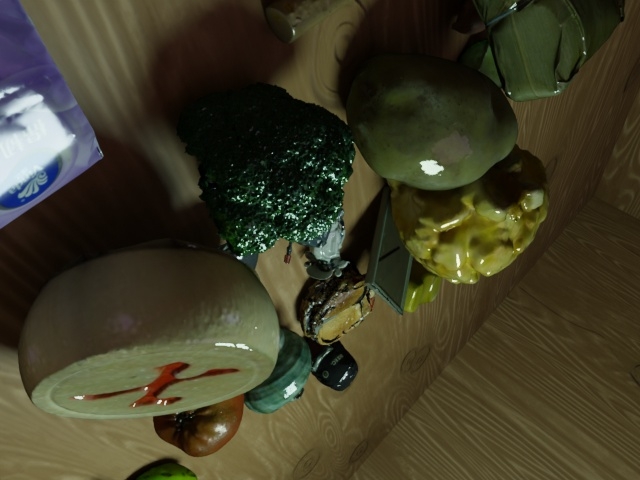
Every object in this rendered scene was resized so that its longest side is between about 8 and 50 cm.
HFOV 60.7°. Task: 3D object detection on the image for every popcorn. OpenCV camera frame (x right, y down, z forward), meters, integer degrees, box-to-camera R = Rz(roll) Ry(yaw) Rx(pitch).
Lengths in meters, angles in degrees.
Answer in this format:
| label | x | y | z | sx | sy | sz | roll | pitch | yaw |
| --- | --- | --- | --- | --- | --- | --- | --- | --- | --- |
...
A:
| label | x | y | z | sx | sy | sz | roll | pitch | yaw |
| --- | --- | --- | --- | --- | --- | --- | --- | --- | --- |
| popcorn | 0.330 | -0.087 | 1.261 | 0.390 | 0.344 | 0.354 | -13 | 128 | -60 |

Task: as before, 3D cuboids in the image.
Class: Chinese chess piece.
| label | x | y | z | sx | sy | sz | roll | pitch | yaw |
| --- | --- | --- | --- | --- | --- | --- | --- | --- | --- |
| Chinese chess piece | -0.224 | 0.138 | 0.751 | 0.337 | 0.141 | 0.338 | -10 | 150 | -6 |

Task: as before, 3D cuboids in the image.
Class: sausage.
| label | x | y | z | sx | sy | sz | roll | pitch | yaw |
| --- | --- | --- | --- | --- | --- | --- | --- | --- | --- |
| sausage | 0.046 | -0.385 | 0.807 | 0.301 | 0.065 | 0.066 | -42 | 150 | -23 |
| sausage | 0.415 | -0.570 | 1.122 | 0.433 | 0.088 | 0.088 | -48 | 151 | -7 |

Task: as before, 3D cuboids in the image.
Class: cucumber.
| label | x | y | z | sx | sy | sz | roll | pitch | yaw |
| --- | --- | --- | --- | --- | --- | --- | --- | --- | --- |
| cucumber | 0.403 | -0.413 | 1.298 | 0.243 | 0.063 | 0.115 | -12 | 123 | -50 |

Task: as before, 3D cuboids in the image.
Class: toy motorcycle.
| label | x | y | z | sx | sy | sz | roll | pitch | yaw |
| --- | --- | --- | --- | --- | --- | --- | --- | --- | --- |
| toy motorcycle | 0.000 | 0.000 | 1.138 | 0.221 | 0.102 | 0.150 | 38 | 68 | -64 |

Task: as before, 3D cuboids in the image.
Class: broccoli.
| label | x | y | z | sx | sy | sz | roll | pitch | yaw |
| --- | --- | --- | --- | --- | --- | --- | --- | --- | --- |
| broccoli | -0.077 | -0.100 | 0.806 | 0.268 | 0.254 | 0.269 | -16 | 167 | -4 |

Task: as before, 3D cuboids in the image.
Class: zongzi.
| label | x | y | z | sx | sy | sz | roll | pitch | yaw |
| --- | --- | --- | --- | --- | --- | --- | --- | --- | --- |
| zongzi | 0.409 | -0.504 | 1.017 | 0.356 | 0.174 | 0.393 | -41 | 108 | -31 |

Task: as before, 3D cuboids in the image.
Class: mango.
| label | x | y | z | sx | sy | sz | roll | pitch | yaw |
| --- | --- | --- | --- | --- | --- | --- | --- | --- | --- |
| mango | -0.354 | 0.567 | 1.235 | 0.119 | 0.100 | 0.178 | -52 | 141 | 6 |

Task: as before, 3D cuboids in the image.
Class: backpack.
| label | x | y | z | sx | sy | sz | roll | pitch | yaw |
| --- | --- | --- | --- | --- | --- | --- | --- | --- | --- |
| backpack | 0.018 | 0.314 | 1.438 | 0.120 | 0.165 | 0.106 | -56 | 141 | -2 |

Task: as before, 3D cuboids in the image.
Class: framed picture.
| label | x | y | z | sx | sy | sz | roll | pitch | yaw |
| --- | --- | --- | --- | --- | --- | --- | --- | --- | --- |
| framed picture | 0.192 | 0.040 | 1.418 | 0.335 | 0.022 | 0.248 | 42 | 57 | -62 |

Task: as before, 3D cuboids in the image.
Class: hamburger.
| label | x | y | z | sx | sy | sz | roll | pitch | yaw |
| --- | --- | --- | --- | --- | --- | --- | --- | --- | --- |
| hamburger | 0.041 | 0.158 | 1.360 | 0.231 | 0.107 | 0.231 | -37 | 151 | -24 |

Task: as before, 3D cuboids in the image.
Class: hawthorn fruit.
| label | x | y | z | sx | sy | sz | roll | pitch | yaw |
| --- | --- | --- | --- | --- | --- | --- | --- | --- | --- |
| hawthorn fruit | -0.232 | 0.323 | 1.073 | 0.189 | 0.189 | 0.189 | -36 | 147 | -28 |

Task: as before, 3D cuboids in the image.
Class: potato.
| label | x | y | z | sx | sy | sz | roll | pitch | yaw |
| --- | --- | --- | --- | --- | --- | --- | --- | --- | --- |
| potato | 0.200 | -0.215 | 1.012 | 0.326 | 0.221 | 0.243 | -3 | 96 | -29 |

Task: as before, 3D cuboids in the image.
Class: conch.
| label | x | y | z | sx | sy | sz | roll | pitch | yaw |
| --- | --- | --- | --- | --- | --- | --- | --- | --- | --- |
| conch | -0.099 | 0.289 | 1.243 | 0.220 | 0.195 | 0.277 | -55 | 135 | -41 |

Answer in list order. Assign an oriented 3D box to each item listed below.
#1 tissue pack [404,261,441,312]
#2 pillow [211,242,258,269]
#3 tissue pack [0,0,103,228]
| label | x | y | z | sx | sy | sz | roll | pitch | yaw |
| --- | --- | --- | --- | --- | --- | --- | --- | --- | --- |
| tissue pack | 0.272 | 0.134 | 1.655 | 0.178 | 0.127 | 0.123 | -18 | 129 | -48 |
| pillow | -0.191 | 0.120 | 0.967 | 0.161 | 0.093 | 0.335 | -17 | 143 | -28 |
| tissue pack | -0.377 | -0.076 | 0.420 | 0.338 | 0.160 | 0.242 | -42 | 149 | -20 |
